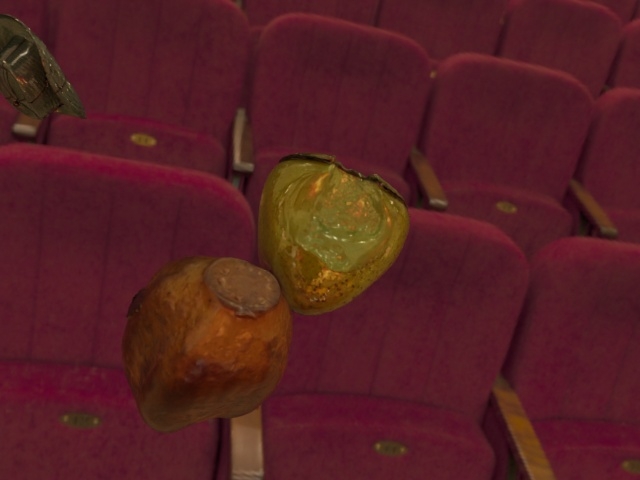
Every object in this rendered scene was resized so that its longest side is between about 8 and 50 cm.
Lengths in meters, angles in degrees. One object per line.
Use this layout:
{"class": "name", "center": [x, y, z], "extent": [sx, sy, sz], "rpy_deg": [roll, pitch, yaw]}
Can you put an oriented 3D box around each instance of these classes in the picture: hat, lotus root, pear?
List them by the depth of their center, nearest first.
{"class": "lotus root", "center": [-0.133, 0.112, 0.865], "extent": [0.193, 0.291, 0.193], "rpy_deg": [10, 59, -17]}
{"class": "hat", "center": [-0.420, -0.227, 1.082], "extent": [0.138, 0.191, 0.078], "rpy_deg": [12, 55, 36]}
{"class": "pear", "center": [0.000, 0.000, 1.322], "extent": [0.293, 0.292, 0.159], "rpy_deg": [17, -12, -1]}
